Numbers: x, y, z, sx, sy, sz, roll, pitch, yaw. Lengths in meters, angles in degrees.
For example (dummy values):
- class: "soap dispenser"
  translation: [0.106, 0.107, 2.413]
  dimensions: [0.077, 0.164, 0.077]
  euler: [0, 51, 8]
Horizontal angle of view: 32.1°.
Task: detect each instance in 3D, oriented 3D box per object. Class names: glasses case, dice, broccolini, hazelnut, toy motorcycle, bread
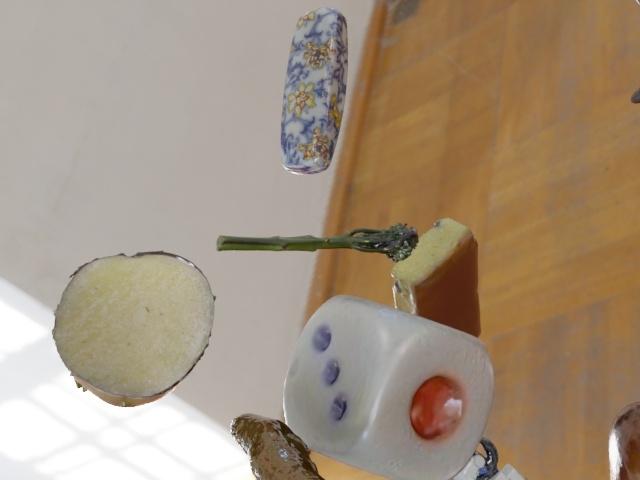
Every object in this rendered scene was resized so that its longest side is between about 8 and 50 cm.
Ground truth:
- class: "glasses case"
  translation: [-0.008, -0.216, 1.602]
  dimensions: [0.087, 0.065, 0.247]
  euler: [-3, 73, 38]
- class: "dice"
  translation: [0.083, 0.181, 1.348]
  dimensions: [0.192, 0.194, 0.193]
  euler: [14, 86, 56]
- class: "broccolini"
  translation: [0.000, -0.001, 1.099]
  dimensions: [0.044, 0.218, 0.042]
  euler: [161, 109, -66]
- class: "hazelnut"
  translation: [0.449, 0.291, 1.375]
  dimensions: [0.181, 0.212, 0.180]
  euler: [-2, 59, 22]
- class: "toy motorcycle"
  translation: [0.232, 0.378, 1.497]
  dimensions: [0.150, 0.221, 0.102]
  euler: [-45, 10, -4]
- class: "bread"
  translation: [0.190, 0.104, 1.796]
  dimensions: [0.138, 0.361, 0.077]
  euler: [-42, 61, -17]

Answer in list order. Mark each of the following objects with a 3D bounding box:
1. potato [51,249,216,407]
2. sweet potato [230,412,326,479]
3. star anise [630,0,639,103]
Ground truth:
- class: "potato"
  translation: [-0.228, 0.118, 1.344]
  dimensions: [0.117, 0.182, 0.202]
  euler: [112, 177, -55]
- class: "sweet potato"
  translation: [-0.036, 0.234, 1.146]
  dimensions: [0.067, 0.067, 0.274]
  euler: [-55, 29, -6]
- class: "star anise"
  translation: [0.306, -0.135, 0.816]
  dimensions: [0.212, 0.053, 0.157]
  euler: [31, 88, 21]
